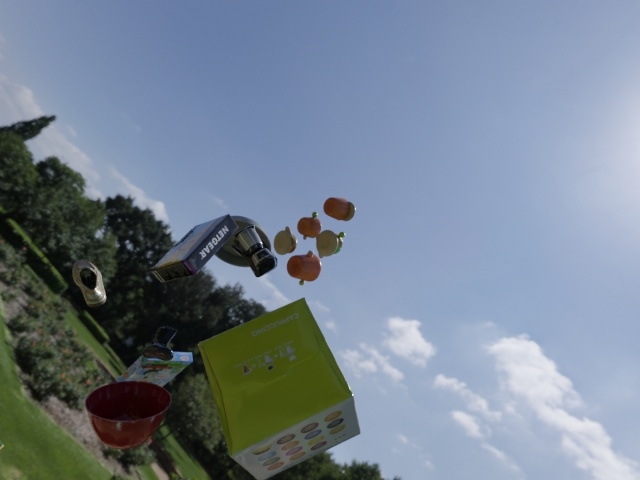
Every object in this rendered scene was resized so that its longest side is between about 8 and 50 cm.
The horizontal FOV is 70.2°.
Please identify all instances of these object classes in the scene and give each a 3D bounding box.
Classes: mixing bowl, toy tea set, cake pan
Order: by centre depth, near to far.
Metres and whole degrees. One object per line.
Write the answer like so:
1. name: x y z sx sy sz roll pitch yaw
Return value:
1. mixing bowl: -0.440 0.406 1.040 0.181 0.181 0.098 20 -76 49
2. toy tea set: 0.000 0.000 1.516 0.336 0.124 0.200 -36 -118 31
3. cake pan: -0.359 0.002 2.032 0.293 0.054 0.293 4 -47 5

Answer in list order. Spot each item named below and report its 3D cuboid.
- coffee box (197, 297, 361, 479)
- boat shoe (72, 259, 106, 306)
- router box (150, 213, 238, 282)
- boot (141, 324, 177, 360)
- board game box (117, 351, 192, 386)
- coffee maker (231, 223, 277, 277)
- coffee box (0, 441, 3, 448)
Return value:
1. coffee box: -0.112 0.434 1.331 0.334 0.338 0.338 79 -15 -51
2. boat shoe: -0.639 0.098 1.254 0.190 0.068 0.072 38 -40 37
3. router box: -0.289 0.017 1.055 0.133 0.179 0.046 -15 -62 35
4. boot: -0.453 0.298 1.328 0.121 0.099 0.045 -5 -55 30
5. board game box: -0.552 0.432 1.518 0.211 0.160 0.039 -40 -127 30
6. coffee maker: -0.252 0.048 1.818 0.178 0.120 0.171 53 3 22
7. coffee box: -0.738 0.441 0.948 0.040 0.113 0.184 39 -42 6
